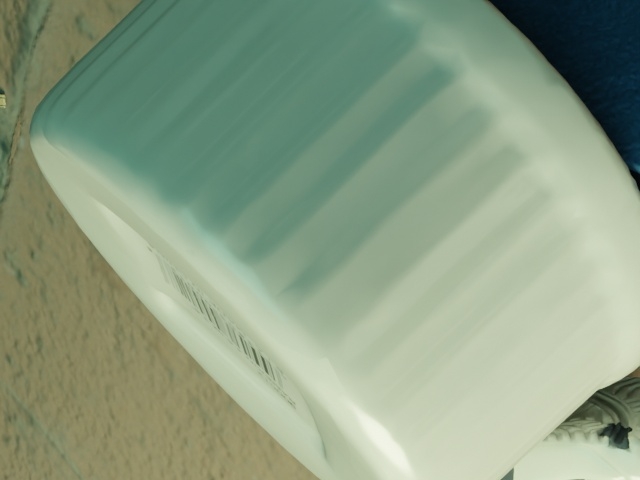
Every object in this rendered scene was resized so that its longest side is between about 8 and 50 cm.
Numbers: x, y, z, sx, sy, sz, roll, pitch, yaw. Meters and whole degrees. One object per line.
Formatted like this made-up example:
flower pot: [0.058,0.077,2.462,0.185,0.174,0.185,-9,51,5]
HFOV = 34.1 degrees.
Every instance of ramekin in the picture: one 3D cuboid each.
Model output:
ramekin: [0.000,0.000,0.467,0.277,0.135,0.277,42,164,15]

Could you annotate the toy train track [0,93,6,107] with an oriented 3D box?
toy train track: [-0.257,-0.089,0.788,0.048,0.014,0.083,10,109,32]

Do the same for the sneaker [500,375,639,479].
sneaker: [0.117,0.164,0.549,0.235,0.094,0.153,-17,94,37]

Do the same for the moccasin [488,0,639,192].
moccasin: [0.115,-0.087,0.471,0.138,0.117,0.342,-49,53,-7]
